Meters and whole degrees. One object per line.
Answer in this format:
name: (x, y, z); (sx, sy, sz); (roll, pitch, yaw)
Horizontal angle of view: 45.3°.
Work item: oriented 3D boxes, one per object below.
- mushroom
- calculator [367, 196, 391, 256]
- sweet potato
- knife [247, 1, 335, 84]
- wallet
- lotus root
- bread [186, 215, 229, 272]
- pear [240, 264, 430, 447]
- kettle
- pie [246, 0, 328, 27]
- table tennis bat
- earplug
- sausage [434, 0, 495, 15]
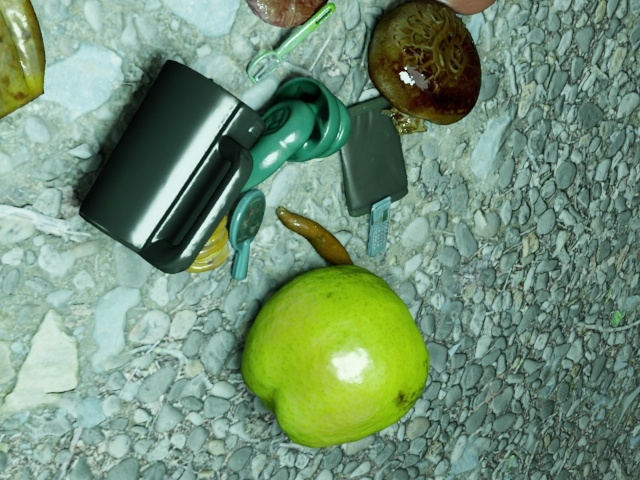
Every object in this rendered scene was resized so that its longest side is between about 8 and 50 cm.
mushroom: (0.222, -0.357, 1.598); (0.297, 0.163, 0.279); (2, 97, -40)
calculator: (0.133, -0.027, 1.747); (0.057, 0.018, 0.172); (-30, 145, -24)
sweet potato: (0.000, -0.001, 1.675); (0.057, 0.057, 0.264); (-53, 126, -7)
knife: (-0.058, -0.380, 1.448); (0.212, 0.015, 0.054); (-39, 139, 7)
wallet: (0.112, -0.187, 1.685); (0.168, 0.052, 0.245); (-23, 117, -29)
lotus root: (-0.495, -0.310, 1.089); (0.193, 0.193, 0.291); (-31, 124, -23)
bread: (-0.232, -0.015, 1.475); (0.119, 0.084, 0.177); (-24, 126, -27)
pear: (0.019, 0.244, 1.602); (0.390, 0.391, 0.391); (-15, 117, -32)
kettle: (-0.233, -0.112, 1.314); (0.308, 0.262, 0.203); (-58, 166, -4)
pie: (-0.059, -0.505, 1.417); (0.204, 0.054, 0.219); (8, 102, -39)
table tennis bat: (-0.152, -0.009, 1.549); (0.124, 0.033, 0.201); (-36, 143, -58)
earplug: (-0.056, -0.189, 1.484); (0.280, 0.164, 0.258); (-6, 119, -47)
sausage: (0.280, -0.558, 1.593); (0.254, 0.148, 0.148); (2, 108, -39)
